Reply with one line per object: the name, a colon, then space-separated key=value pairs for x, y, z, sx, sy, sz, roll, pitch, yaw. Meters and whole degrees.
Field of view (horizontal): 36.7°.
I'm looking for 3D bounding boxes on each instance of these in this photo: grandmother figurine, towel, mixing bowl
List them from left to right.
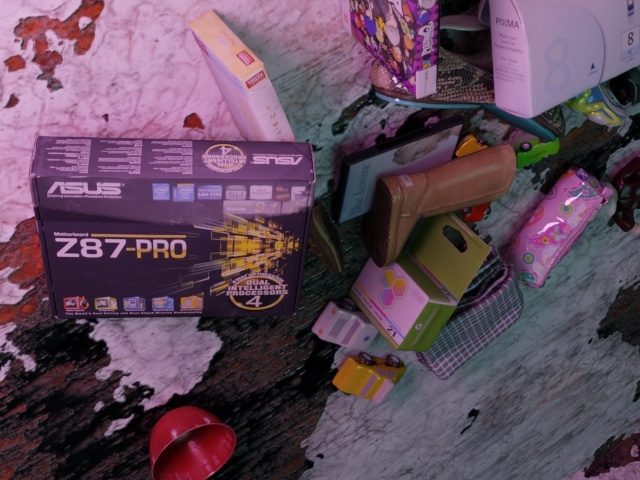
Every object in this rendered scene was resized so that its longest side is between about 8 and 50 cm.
mixing bowl: x=-0.269 y=0.396 z=1.921 sx=0.181 sy=0.098 sz=0.181 roll=-21 pitch=137 yaw=-21
towel: x=0.313 y=0.166 z=2.114 sx=0.283 sy=0.121 sz=0.235 roll=-38 pitch=152 yaw=-1
grandmother figurine: x=0.739 y=-0.112 z=2.257 sx=0.342 sy=0.104 sz=0.208 roll=-9 pitch=104 yaw=-29

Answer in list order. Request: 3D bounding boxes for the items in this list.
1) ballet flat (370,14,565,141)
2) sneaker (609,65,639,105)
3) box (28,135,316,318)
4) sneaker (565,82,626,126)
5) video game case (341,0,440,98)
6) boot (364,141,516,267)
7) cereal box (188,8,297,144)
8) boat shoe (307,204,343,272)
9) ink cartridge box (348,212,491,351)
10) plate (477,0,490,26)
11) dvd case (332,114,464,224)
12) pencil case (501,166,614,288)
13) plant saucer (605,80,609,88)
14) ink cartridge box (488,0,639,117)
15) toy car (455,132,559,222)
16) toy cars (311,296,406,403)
ballet flat: x=0.296 y=-0.295 z=1.698 sx=0.482 sy=0.164 sz=0.182 roll=7 pitch=106 yaw=-39
sneaker: x=0.681 y=-0.325 z=2.017 sx=0.130 sy=0.087 sz=0.227 roll=-49 pitch=137 yaw=14
box: x=-0.216 y=-0.012 z=1.451 sx=0.394 sy=0.097 sz=0.318 roll=1 pitch=136 yaw=-8
sneaker: x=0.534 y=-0.307 z=1.895 sx=0.240 sy=0.091 sz=0.126 roll=12 pitch=114 yaw=-33
video game case: x=0.097 y=-0.354 z=1.411 sx=0.041 sy=0.232 sz=0.210 roll=-23 pitch=138 yaw=-17
boot: x=0.230 y=-0.063 z=1.843 sx=0.269 sy=0.089 sz=0.236 roll=-16 pitch=147 yaw=-21
cereal box: x=-0.103 y=-0.207 z=1.435 sx=0.047 sy=0.173 sz=0.240 roll=-33 pitch=141 yaw=-9
boat shoe: x=0.000 y=0.000 z=1.804 sx=0.060 sy=0.064 sz=0.178 roll=-12 pitch=141 yaw=14
ink cartridge box: x=0.191 y=0.064 z=1.908 sx=0.097 sy=0.189 sz=0.255 roll=9 pitch=119 yaw=-41
plate: x=0.394 y=-0.486 z=1.644 sx=0.277 sy=0.045 sz=0.278 roll=2 pitch=115 yaw=-41
dvd case: x=0.142 y=-0.130 z=1.788 sx=0.253 sy=0.022 sz=0.180 roll=-22 pitch=150 yaw=-21
pencil case: x=0.524 y=-0.028 z=2.137 sx=0.124 sy=0.124 sz=0.284 roll=15 pitch=117 yaw=-45
plant saucer: x=0.556 y=-0.315 z=1.978 sx=0.083 sy=0.015 sz=0.083 roll=-21 pitch=136 yaw=-21
ink cartridge box: x=0.412 y=-0.431 z=1.575 sx=0.308 sy=0.091 sz=0.385 roll=-26 pitch=125 yaw=-27
toy car: x=0.369 y=-0.160 z=1.929 sx=0.224 sy=0.053 sz=0.239 roll=-24 pitch=139 yaw=-6
toy cars: x=0.104 y=0.253 z=2.091 sx=0.176 sy=0.087 sz=0.394 roll=-32 pitch=140 yaw=-11
